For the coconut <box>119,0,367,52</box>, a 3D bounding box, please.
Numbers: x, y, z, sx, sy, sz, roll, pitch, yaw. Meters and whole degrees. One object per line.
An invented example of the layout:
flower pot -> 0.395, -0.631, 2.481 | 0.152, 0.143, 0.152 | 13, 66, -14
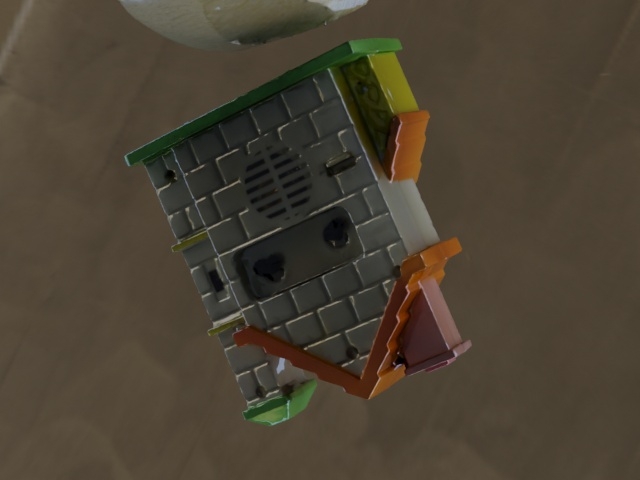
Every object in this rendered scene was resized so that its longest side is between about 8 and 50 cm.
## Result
coconut -> -0.051, -0.267, 1.119 | 0.245, 0.247, 0.245 | 1, -92, -31

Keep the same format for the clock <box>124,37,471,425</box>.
clock -> 0.000, 0.000, 1.161 | 0.220, 0.106, 0.255 | -23, -91, 25
